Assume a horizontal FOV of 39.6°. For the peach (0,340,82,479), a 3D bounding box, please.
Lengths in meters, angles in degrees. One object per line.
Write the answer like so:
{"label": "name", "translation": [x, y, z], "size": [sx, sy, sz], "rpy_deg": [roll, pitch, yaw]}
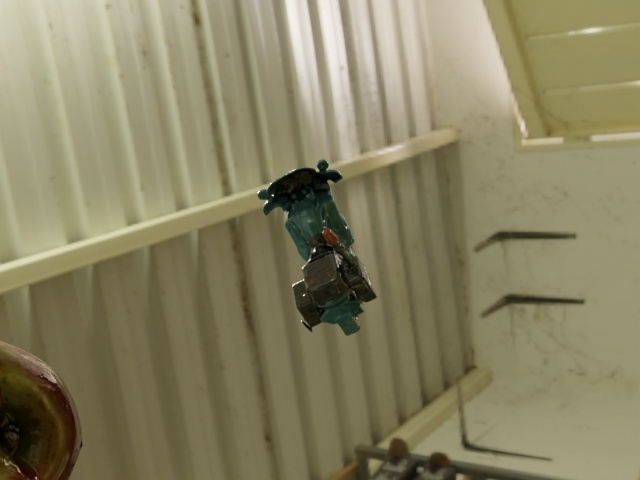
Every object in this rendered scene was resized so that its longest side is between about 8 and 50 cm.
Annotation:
{"label": "peach", "translation": [-0.422, 0.223, 0.980], "size": [0.245, 0.274, 0.249], "rpy_deg": [58, -153, -17]}

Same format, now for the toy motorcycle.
{"label": "toy motorcycle", "translation": [0.000, 0.000, 1.221], "size": [0.182, 0.123, 0.272], "rpy_deg": [55, -167, -41]}
